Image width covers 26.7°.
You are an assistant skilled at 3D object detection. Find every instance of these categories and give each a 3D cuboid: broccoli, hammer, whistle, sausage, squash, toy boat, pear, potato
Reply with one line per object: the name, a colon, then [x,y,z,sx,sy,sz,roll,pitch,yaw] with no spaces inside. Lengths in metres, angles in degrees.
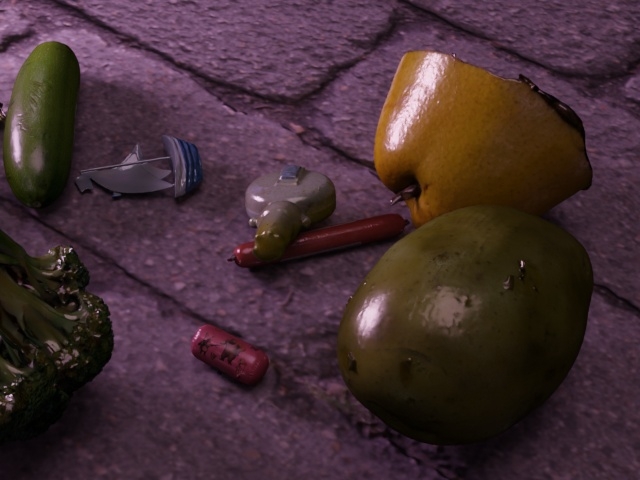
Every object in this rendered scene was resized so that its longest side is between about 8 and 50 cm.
broccoli: [-0.322,0.069,1.237,0.254,0.269,0.269,-21,50,-18]
hammer: [-0.094,0.118,1.380,0.083,0.043,0.043,26,46,17]
whistle: [-0.042,-0.034,1.495,0.104,0.057,0.198,0,20,10]
sausage: [0.000,0.000,1.524,0.223,0.029,0.029,-12,46,-20]
squash: [-0.330,-0.150,1.601,0.082,0.082,0.292,2,43,-6]
toy boat: [-0.203,-0.079,1.577,0.149,0.034,0.105,-23,49,-29]
pear: [0.162,-0.080,1.540,0.267,0.267,0.178,29,77,21]
potato: [0.147,0.079,1.338,0.216,0.216,0.304,26,34,19]

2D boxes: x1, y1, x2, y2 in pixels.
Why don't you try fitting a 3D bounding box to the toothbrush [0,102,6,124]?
toothbrush: [-0.560,-0.101,1.551,0.413,0.035,0.042,-18,51,-25]
